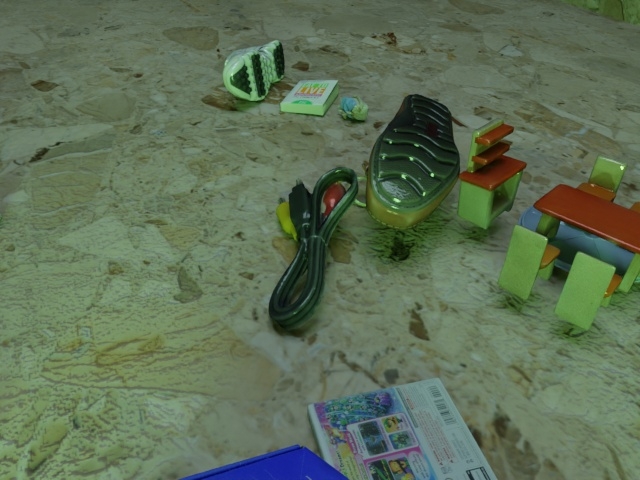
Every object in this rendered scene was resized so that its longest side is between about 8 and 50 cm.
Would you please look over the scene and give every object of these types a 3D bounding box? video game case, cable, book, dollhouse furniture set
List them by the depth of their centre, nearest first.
[{"bbox_3d":[0.076,0.201,0.495,0.143,0.019,0.157,-8,37,-14],"label":"video game case"},{"bbox_3d":[0.315,-0.050,0.712,0.259,0.135,0.262,30,45,34],"label":"dollhouse furniture set"},{"bbox_3d":[0.000,0.000,0.726,0.139,0.072,0.287,-21,41,14],"label":"cable"},{"bbox_3d":[-0.022,-0.320,1.217,0.096,0.035,0.144,7,37,13],"label":"book"}]

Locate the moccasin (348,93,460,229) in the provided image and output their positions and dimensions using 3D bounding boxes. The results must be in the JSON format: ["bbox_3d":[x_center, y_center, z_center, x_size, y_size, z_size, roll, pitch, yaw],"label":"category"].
[{"bbox_3d":[0.130,-0.115,0.858,0.139,0.147,0.380,20,32,-4],"label":"moccasin"}]

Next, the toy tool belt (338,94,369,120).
[{"bbox_3d":[0.062,-0.283,1.150,0.051,0.052,0.083,-7,35,-28],"label":"toy tool belt"}]

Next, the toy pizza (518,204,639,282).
[{"bbox_3d":[0.388,0.002,0.787,0.201,0.032,0.201,1,36,-1],"label":"toy pizza"}]

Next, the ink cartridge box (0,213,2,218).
[{"bbox_3d":[-0.479,-0.054,0.759,0.028,0.083,0.048,0,36,-4],"label":"ink cartridge box"}]

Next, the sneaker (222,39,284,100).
[{"bbox_3d":[-0.171,-0.388,1.247,0.118,0.110,0.292,2,26,12],"label":"sneaker"}]

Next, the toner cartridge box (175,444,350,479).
[{"bbox_3d":[0.064,0.252,0.299,0.348,0.075,0.165,26,5,31],"label":"toner cartridge box"}]
